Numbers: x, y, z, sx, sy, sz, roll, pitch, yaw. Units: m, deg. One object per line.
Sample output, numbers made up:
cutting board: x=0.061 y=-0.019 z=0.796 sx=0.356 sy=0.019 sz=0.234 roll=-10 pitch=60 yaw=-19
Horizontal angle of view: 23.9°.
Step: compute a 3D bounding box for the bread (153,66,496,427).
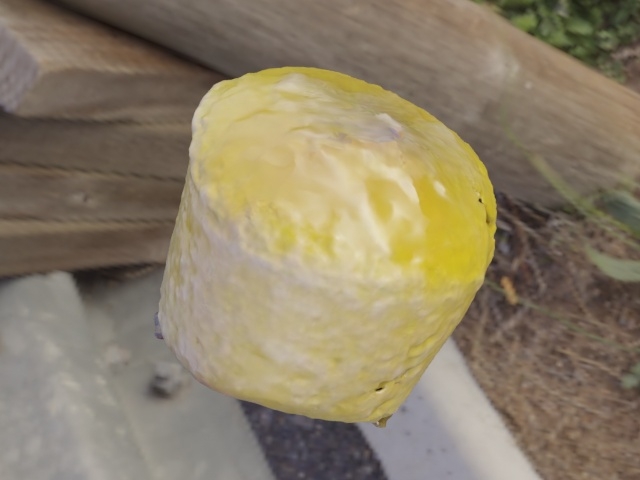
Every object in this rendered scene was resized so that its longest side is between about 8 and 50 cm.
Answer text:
bread: x=0.003 y=0.000 z=0.873 sx=0.197 sy=0.197 sz=0.170 roll=51 pitch=129 yaw=41
